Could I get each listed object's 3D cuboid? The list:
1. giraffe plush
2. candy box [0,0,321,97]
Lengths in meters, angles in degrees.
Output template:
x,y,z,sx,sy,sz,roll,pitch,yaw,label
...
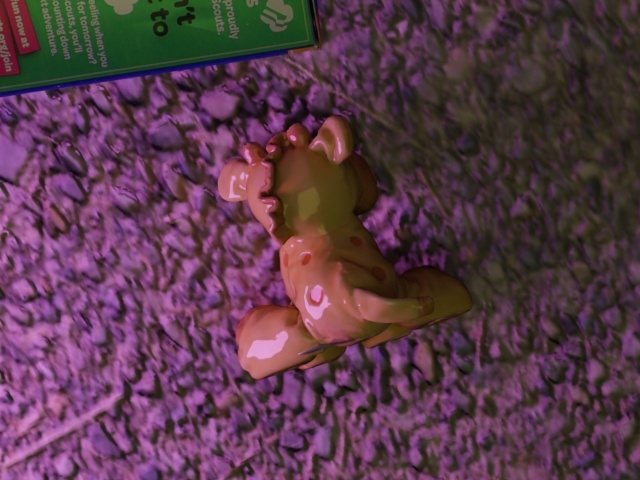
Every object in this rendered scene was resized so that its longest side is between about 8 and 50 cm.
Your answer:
x,y,z,sx,sy,sz,roll,pitch,yaw,label
0.000,0.000,1.469,0.181,0.210,0.170,-19,83,9,giraffe plush
-0.165,-0.201,1.310,0.317,0.268,0.122,-10,115,2,candy box
